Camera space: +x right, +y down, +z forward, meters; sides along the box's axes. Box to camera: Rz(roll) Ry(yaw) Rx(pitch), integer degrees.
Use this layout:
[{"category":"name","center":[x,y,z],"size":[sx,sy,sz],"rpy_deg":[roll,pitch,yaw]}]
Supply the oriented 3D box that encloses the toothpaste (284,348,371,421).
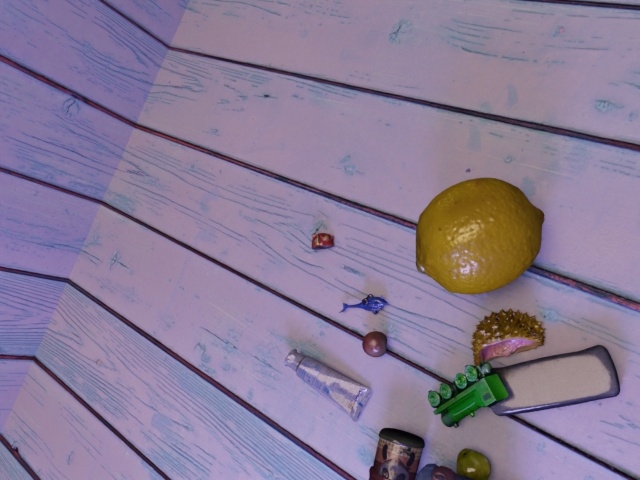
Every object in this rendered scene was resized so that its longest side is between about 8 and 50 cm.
[{"category":"toothpaste","center":[0.018,0.450,1.785],"size":[0.299,0.073,0.113],"rpy_deg":[28,92,26]}]

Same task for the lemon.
[{"category":"lemon","center":[0.425,-0.012,1.521],"size":[0.336,0.336,0.335],"rpy_deg":[-9,73,29]}]

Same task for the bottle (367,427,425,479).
[{"category":"bottle","center":[0.209,0.676,1.560],"size":[0.156,0.143,0.271],"rpy_deg":[-1,72,57]}]

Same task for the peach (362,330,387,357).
[{"category":"peach","center":[0.167,0.319,1.715],"size":[0.083,0.083,0.083],"rpy_deg":[-9,73,29]}]

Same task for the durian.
[{"category":"durian","center":[0.498,0.265,1.529],"size":[0.182,0.165,0.132],"rpy_deg":[-19,108,50]}]

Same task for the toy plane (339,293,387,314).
[{"category":"toy plane","center":[0.138,0.210,1.785],"size":[0.167,0.054,0.062],"rpy_deg":[-8,98,29]}]

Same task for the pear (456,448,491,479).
[{"category":"pear","center":[0.404,0.607,1.492],"size":[0.092,0.092,0.097],"rpy_deg":[-44,60,14]}]

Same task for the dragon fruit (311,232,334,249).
[{"category":"dragon fruit","center":[0.000,0.000,1.915],"size":[0.083,0.060,0.056],"rpy_deg":[-6,77,32]}]

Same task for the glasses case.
[{"category":"glasses case","center":[0.592,0.368,1.448],"size":[0.323,0.074,0.131],"rpy_deg":[-20,68,26]}]

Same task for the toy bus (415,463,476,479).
[{"category":"toy bus","center":[0.336,0.710,1.370],"size":[0.232,0.197,0.293],"rpy_deg":[-4,76,19]}]

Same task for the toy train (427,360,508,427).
[{"category":"toy train","center":[0.391,0.420,1.507],"size":[0.251,0.085,0.119],"rpy_deg":[-55,50,43]}]
